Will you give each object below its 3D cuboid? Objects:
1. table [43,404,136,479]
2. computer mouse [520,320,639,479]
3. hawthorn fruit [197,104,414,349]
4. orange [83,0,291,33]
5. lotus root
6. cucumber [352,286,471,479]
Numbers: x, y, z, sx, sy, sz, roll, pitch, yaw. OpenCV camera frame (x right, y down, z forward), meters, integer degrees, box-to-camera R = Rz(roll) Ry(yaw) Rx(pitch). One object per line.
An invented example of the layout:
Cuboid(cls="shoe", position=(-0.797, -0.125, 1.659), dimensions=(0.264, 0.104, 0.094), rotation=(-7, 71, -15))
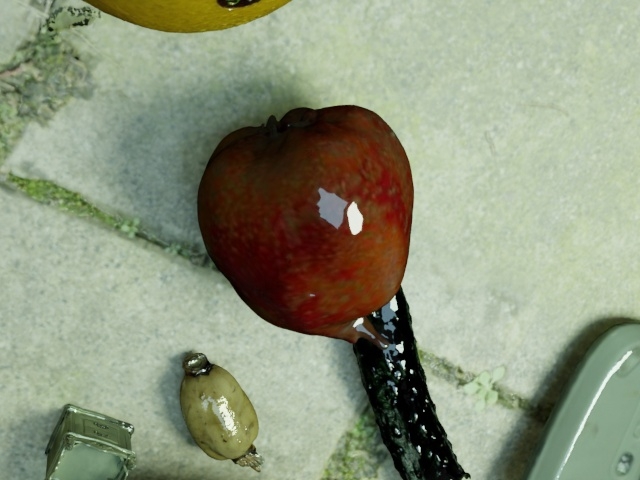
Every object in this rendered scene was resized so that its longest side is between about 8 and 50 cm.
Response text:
Cuboid(cls="table", position=(-0.234, 0.221, 0.964), dimensions=(0.079, 0.083, 0.062), rotation=(23, 100, -19))
Cuboid(cls="computer mouse", position=(0.338, 0.254, 1.125), dimensions=(0.197, 0.095, 0.331), rotation=(25, 91, -22))
Cuboid(cls="hawthorn fruit", position=(0.000, 0.000, 0.891), dimensions=(0.208, 0.208, 0.248), rotation=(-23, 103, -7))
Cuboid(cls="orange", position=(-0.108, -0.294, 0.743), dimensions=(0.274, 0.274, 0.274), rotation=(-4, 108, -14))
Cuboid(cls="lotus root", position=(-0.104, 0.189, 1.001), dimensions=(0.072, 0.063, 0.152), rotation=(-34, 109, -13))
Cuboid(cls="cucumber", position=(0.084, 0.154, 1.034), dimensions=(0.081, 0.072, 0.303), rotation=(-24, 111, -4))
